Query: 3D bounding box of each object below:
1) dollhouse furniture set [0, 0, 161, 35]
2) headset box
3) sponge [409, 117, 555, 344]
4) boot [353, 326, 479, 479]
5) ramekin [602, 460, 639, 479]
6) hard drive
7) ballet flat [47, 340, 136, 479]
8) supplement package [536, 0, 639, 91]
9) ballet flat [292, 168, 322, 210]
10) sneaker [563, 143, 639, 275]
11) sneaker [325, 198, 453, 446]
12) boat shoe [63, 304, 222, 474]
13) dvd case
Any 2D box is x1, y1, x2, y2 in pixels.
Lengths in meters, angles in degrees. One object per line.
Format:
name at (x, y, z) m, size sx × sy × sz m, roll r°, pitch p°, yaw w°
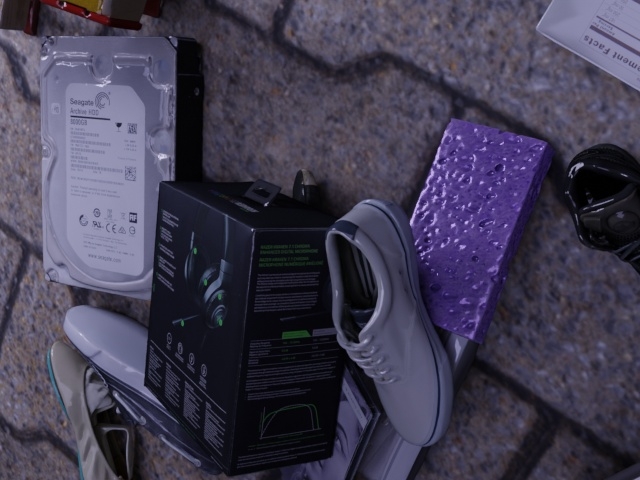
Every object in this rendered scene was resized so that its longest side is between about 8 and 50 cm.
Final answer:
dollhouse furniture set at (-0.358, -0.314, 1.068) m, size 0.374 × 0.201 × 0.152 m, roll 23°, pitch 108°, yaw 18°
headset box at (-0.087, 0.073, 0.952) m, size 0.246 × 0.131 × 0.283 m, roll 24°, pitch 111°, yaw 55°
sponge at (0.148, -0.013, 0.865) m, size 0.117 × 0.031 × 0.210 m, roll 20°, pitch 88°, yaw 39°
boot at (0.085, 0.154, 0.939) m, size 0.123 × 0.095 × 0.258 m, roll 29°, pitch 110°, yaw 19°
ramekin at (0.312, 0.256, 0.738) m, size 0.273 × 0.273 × 0.127 m, roll -37°, pitch 68°, yaw 29°
hard drive at (-0.267, -0.097, 1.120) m, size 0.237 × 0.064 × 0.338 m, roll 9°, pitch 101°, yaw 28°
ballet flat at (-0.313, 0.255, 1.201) m, size 0.086 × 0.086 × 0.248 m, roll -14°, pitch 92°, yaw 31°
supplement package at (0.317, -0.251, 0.719) m, size 0.134 × 0.139 × 0.244 m, roll 37°, pitch 113°, yaw 18°
ballet flat at (0.000, 0.000, 1.001) m, size 0.057 × 0.049 × 0.173 m, roll 172°, pitch 85°, yaw -75°
sneaker at (0.306, 0.007, 0.773) m, size 0.087 × 0.130 × 0.227 m, roll -45°, pitch 77°, yaw 29°
sneaker at (0.057, 0.091, 0.833) m, size 0.094 × 0.091 × 0.258 m, roll -7°, pitch 102°, yaw 47°
boat shoe at (-0.231, 0.198, 1.127) m, size 0.301 × 0.108 × 0.102 m, roll 32°, pitch 110°, yaw 14°
dvd case at (-0.002, 0.217, 0.970) m, size 0.164 × 0.018 × 0.221 m, roll 59°, pitch 139°, yaw 47°
